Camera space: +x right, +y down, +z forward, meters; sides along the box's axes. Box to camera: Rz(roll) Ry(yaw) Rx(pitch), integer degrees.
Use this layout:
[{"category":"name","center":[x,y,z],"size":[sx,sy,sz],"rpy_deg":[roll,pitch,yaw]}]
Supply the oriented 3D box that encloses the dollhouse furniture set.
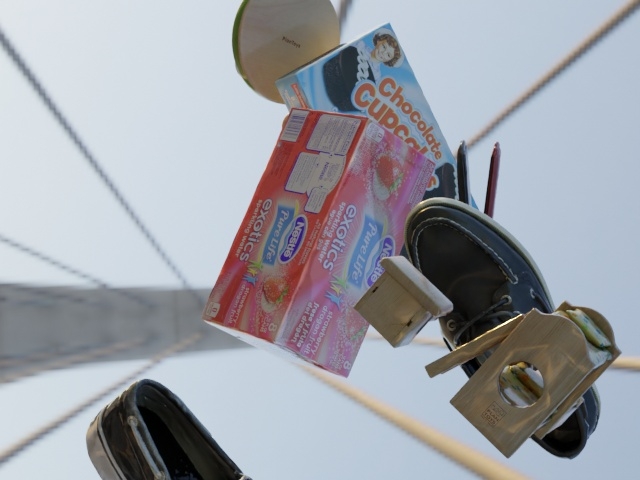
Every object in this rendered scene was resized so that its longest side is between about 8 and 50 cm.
[{"category":"dollhouse furniture set","center":[0.136,0.058,1.193],"size":[0.161,0.182,0.101],"rpy_deg":[44,-75,13]}]

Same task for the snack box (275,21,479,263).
[{"category":"snack box","center":[0.086,-0.121,2.238],"size":[0.060,0.187,0.322],"rpy_deg":[-12,-73,56]}]

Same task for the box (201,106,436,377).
[{"category":"box","center":[0.000,0.000,2.001],"size":[0.154,0.142,0.300],"rpy_deg":[11,-105,48]}]

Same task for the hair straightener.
[{"category":"hair straightener","center":[0.168,-0.016,1.966],"size":[0.047,0.089,0.230],"rpy_deg":[-70,164,-60]}]

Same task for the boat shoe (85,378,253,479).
[{"category":"boat shoe","center":[-0.091,0.260,1.491],"size":[0.306,0.113,0.105],"rpy_deg":[55,-47,9]}]

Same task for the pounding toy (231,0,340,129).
[{"category":"pounding toy","center":[-0.061,-0.271,2.307],"size":[0.110,0.183,0.237],"rpy_deg":[12,-34,50]}]

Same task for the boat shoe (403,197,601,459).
[{"category":"boat shoe","center":[0.202,0.108,1.793],"size":[0.340,0.127,0.113],"rpy_deg":[59,20,-16]}]
